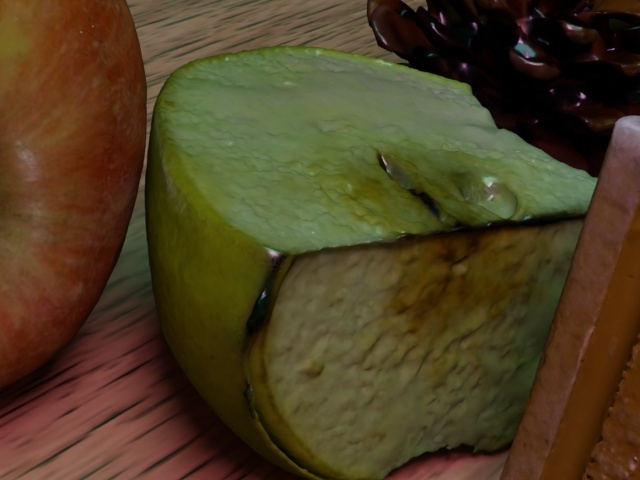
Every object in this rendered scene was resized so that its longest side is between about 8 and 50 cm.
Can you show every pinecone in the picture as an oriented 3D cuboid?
[{"bbox_3d":[0.142,-0.135,0.972,0.264,0.264,0.264,8,33,-5],"label":"pinecone"}]

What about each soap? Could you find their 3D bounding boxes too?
[{"bbox_3d":[0.185,0.087,0.630,0.089,0.274,0.173,-19,44,-37],"label":"soap"}]

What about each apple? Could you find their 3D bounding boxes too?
[{"bbox_3d":[-0.242,-0.061,0.725,0.277,0.309,0.250,40,-6,-34],"label":"apple"}]

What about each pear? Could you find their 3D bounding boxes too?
[{"bbox_3d":[0.000,0.000,0.802,0.286,0.176,0.282,-8,36,-34],"label":"pear"}]
